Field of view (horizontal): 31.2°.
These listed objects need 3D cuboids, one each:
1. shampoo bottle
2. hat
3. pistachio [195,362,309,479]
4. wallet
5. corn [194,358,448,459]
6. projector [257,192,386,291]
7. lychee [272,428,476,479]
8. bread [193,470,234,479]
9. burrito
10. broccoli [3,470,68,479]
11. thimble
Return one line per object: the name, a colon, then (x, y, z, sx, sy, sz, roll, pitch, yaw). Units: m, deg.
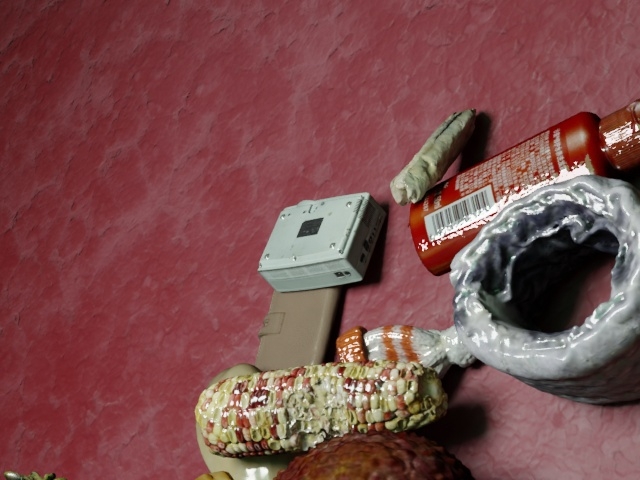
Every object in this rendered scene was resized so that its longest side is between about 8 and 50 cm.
shampoo bottle: (0.246, -0.065, 1.311, 0.314, 0.076, 0.118, -27, 40, 30)
hat: (0.111, 0.134, 1.331, 0.162, 0.093, 0.112, -22, 82, 25)
pistachio: (-0.080, 0.250, 1.413, 0.136, 0.136, 0.226, -41, 46, 20)
wallet: (-0.029, 0.115, 1.499, 0.118, 0.039, 0.153, -3, 65, 39)
corn: (-0.002, 0.187, 1.281, 0.290, 0.098, 0.098, -9, 63, 22)
projector: (0.000, 0.000, 1.491, 0.147, 0.061, 0.115, -9, 44, 38)
lychee: (0.049, 0.313, 1.175, 0.260, 0.260, 0.260, -20, 58, 34)
bread: (-0.148, 0.421, 1.043, 0.370, 0.191, 0.314, -39, 55, -1)
burrito: (0.143, -0.105, 1.394, 0.188, 0.045, 0.058, -51, 7, -36)
broccoli: (-0.351, 0.468, 1.498, 0.324, 0.272, 0.334, -13, 44, -9)
thimble: (0.266, 0.051, 1.180, 0.245, 0.157, 0.217, -20, 57, 34)
